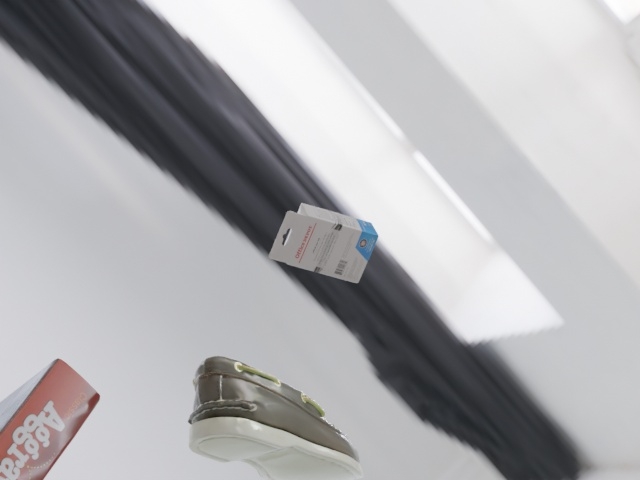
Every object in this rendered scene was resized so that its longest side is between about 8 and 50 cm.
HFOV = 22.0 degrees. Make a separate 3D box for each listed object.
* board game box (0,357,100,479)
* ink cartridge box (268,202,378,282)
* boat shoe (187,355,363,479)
[{"bbox_3d":[-0.185,0.161,0.565,0.145,0.027,0.281,-34,-165,38],"label":"board game box"},{"bbox_3d":[0.000,0.000,1.377,0.028,0.083,0.048,-115,-135,-62],"label":"ink cartridge box"},{"bbox_3d":[-0.041,0.201,1.770,0.109,0.091,0.305,-15,156,24],"label":"boat shoe"}]
